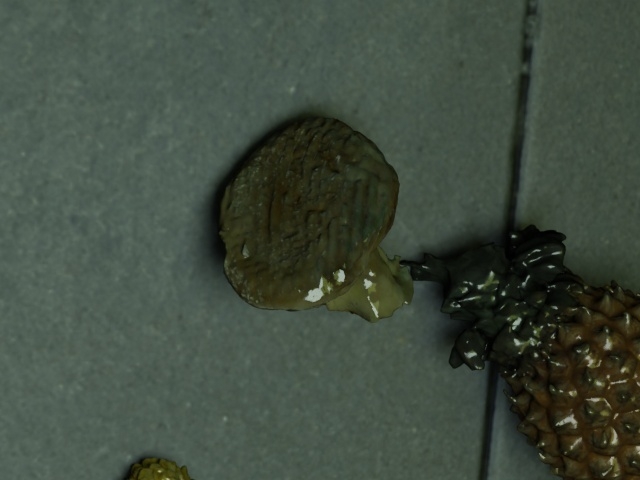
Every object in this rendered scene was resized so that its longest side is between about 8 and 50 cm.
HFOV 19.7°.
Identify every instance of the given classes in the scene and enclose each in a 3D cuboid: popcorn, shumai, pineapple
[{"bbox_3d":[-0.149,0.242,1.718,0.083,0.057,0.082,-22,101,-20],"label":"popcorn"},{"bbox_3d":[0.000,0.000,1.728,0.153,0.161,0.209,60,33,-51],"label":"shumai"},{"bbox_3d":[0.245,0.102,1.841,0.357,0.223,0.223,41,77,-9],"label":"pineapple"}]
